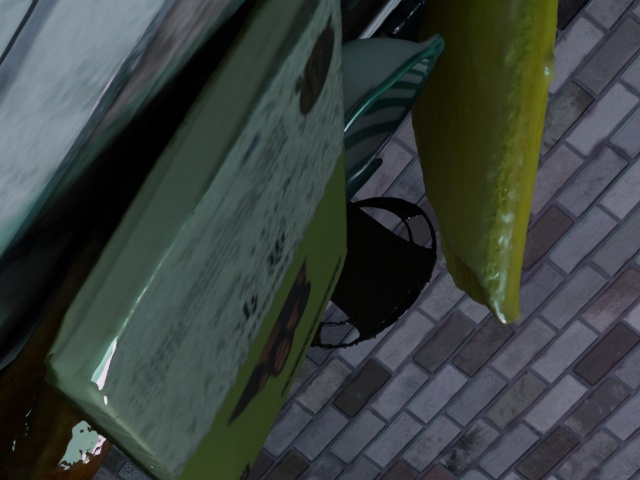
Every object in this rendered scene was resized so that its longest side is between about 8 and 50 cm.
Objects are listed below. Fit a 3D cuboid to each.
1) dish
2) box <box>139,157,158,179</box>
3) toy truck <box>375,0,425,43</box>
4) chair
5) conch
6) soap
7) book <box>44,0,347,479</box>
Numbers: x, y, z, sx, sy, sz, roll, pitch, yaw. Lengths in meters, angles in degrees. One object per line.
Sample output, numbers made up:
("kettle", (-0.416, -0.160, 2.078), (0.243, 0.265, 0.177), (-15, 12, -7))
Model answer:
("dish", (0.000, -0.085, 0.772), (0.224, 0.078, 0.246), (-50, 172, -8))
("box", (-0.087, -0.015, 0.561), (0.105, 0.037, 0.105), (-52, -179, 1))
("toy truck", (0.089, -0.231, 1.211), (0.202, 0.074, 0.088), (-53, -170, -28))
("chair", (0.000, 0.000, 0.950), (0.174, 0.213, 0.149), (-50, 175, -9))
("conch", (-0.133, 0.077, 0.512), (0.233, 0.080, 0.086), (-52, -171, 6))
("soap", (0.148, -0.149, 0.933), (0.306, 0.115, 0.427), (-68, 164, -85))
("book", (-0.040, 0.028, 0.577), (0.352, 0.035, 0.239), (82, 33, -65))
